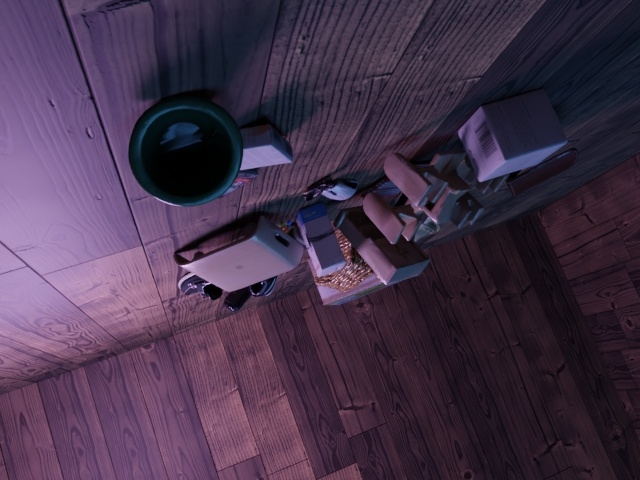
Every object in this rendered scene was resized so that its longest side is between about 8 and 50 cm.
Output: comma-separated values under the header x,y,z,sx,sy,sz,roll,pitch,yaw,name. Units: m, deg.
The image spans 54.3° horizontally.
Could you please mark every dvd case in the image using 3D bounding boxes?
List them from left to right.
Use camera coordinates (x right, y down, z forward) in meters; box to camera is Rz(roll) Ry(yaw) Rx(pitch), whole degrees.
x,y,z,sx,sy,sz,roll,pitch,yaw,name
-0.202,-0.121,1.334,0.119,0.013,0.087,-28,167,31,dvd case

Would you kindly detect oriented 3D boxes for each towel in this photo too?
x,y,z,sx,sy,sz,roll,pitch,yaw,name
0.226,-0.179,1.836,0.144,0.029,0.197,-11,163,-43,towel

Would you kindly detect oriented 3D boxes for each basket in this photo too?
x,y,z,sx,sy,sz,roll,pitch,yaw,name
0.138,0.083,2.296,0.223,0.213,0.299,16,153,-24,basket

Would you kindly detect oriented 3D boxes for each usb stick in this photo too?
x,y,z,sx,sy,sz,roll,pitch,yaw,name
-0.211,0.114,2.038,0.077,0.045,0.278,19,-116,46,usb stick

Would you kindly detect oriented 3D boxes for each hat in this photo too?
x,y,z,sx,sy,sz,roll,pitch,yaw,name
-0.224,-0.166,1.025,0.173,0.183,0.208,3,121,-17,hat

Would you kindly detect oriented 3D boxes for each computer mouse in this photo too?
x,y,z,sx,sy,sz,roll,pitch,yaw,name
0.043,-0.132,1.667,0.106,0.042,0.193,-29,167,34,computer mouse

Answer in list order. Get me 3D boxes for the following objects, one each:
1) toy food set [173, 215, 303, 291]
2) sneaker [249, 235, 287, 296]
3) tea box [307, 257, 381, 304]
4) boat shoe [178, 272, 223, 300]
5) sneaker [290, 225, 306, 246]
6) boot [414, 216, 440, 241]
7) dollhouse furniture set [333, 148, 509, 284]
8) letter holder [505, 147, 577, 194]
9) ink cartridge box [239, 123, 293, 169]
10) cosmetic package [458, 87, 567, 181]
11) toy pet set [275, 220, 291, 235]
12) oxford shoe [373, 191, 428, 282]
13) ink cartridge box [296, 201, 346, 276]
x,y,z,sx,sy,sz,roll,pitch,yaw,name
-0.233,0.039,1.793,0.306,0.092,0.219,-21,147,22,toy food set
-0.157,0.077,1.928,0.079,0.217,0.121,19,-174,10,sneaker
0.158,0.128,2.729,0.329,0.220,0.323,-23,169,11,tea box
-0.361,0.142,2.091,0.340,0.113,0.127,-29,167,38,boat shoe
-0.073,0.004,2.031,0.118,0.083,0.222,-23,170,16,sneaker
0.381,-0.029,2.529,0.203,0.095,0.262,-44,163,4,boot
0.245,-0.112,1.741,0.362,0.256,0.394,-12,142,-42,dollhouse furniture set
0.633,-0.262,1.857,0.214,0.152,0.302,-26,169,17,letter holder
-0.155,-0.168,1.167,0.179,0.045,0.145,-4,174,12,ink cartridge box
0.472,-0.259,1.547,0.183,0.151,0.151,-17,169,-14,cosmetic package
-0.164,-0.019,1.868,0.122,0.065,0.114,-12,132,-51,toy pet set
0.245,-0.026,2.072,0.130,0.348,0.123,15,-170,-47,oxford shoe
0.000,0.000,1.849,0.082,0.191,0.139,-19,169,-9,ink cartridge box
